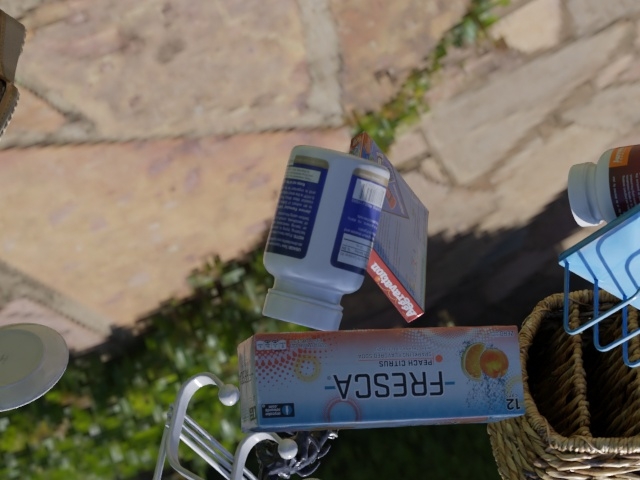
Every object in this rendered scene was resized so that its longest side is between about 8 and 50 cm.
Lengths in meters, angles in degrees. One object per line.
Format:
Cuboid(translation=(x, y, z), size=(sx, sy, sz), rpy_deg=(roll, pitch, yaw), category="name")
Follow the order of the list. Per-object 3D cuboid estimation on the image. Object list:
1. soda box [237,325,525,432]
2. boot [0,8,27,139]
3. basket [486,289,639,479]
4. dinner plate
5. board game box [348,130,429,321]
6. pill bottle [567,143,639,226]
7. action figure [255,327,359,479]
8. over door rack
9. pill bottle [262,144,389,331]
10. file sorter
Cuboid(translation=(0.040, 0.092, 0.991), size=(0.183, 0.062, 0.058), rpy_deg=(-1, 168, -14), category="soda box")
Cuboid(translation=(-0.381, -0.163, 1.371), size=(0.207, 0.248, 0.090), rpy_deg=(21, 127, -21), category="boot")
Cuboid(translation=(0.349, 0.186, 1.913), size=(0.214, 0.299, 0.223), rpy_deg=(24, 127, -11), category="basket")
Cuboid(translation=(-0.357, 0.138, 1.704), size=(0.141, 0.141, 0.017), rpy_deg=(-19, 130, -9), category="dinner plate")
Cuboid(translation=(0.080, -0.024, 1.843), size=(0.027, 0.281, 0.145), rpy_deg=(-32, 109, 19), category="board game box")
Cuboid(translation=(0.328, -0.055, 1.492), size=(0.152, 0.086, 0.086), rpy_deg=(-8, 163, 29), category="pill bottle")
Cuboid(translation=(-0.025, 0.257, 2.233), size=(0.276, 0.141, 0.164), rpy_deg=(-44, 171, -19), category="action figure")
Cuboid(translation=(-0.080, 0.311, 1.286), size=(0.108, 0.324, 0.239), rpy_deg=(2, 148, 33), category="over door rack")
Cuboid(translation=(0.000, 0.000, 1.612), size=(0.112, 0.186, 0.112), rpy_deg=(15, 177, 1), category="pill bottle")
Cuboid(translation=(0.332, 0.064, 1.456), size=(0.170, 0.104, 0.118), rpy_deg=(28, 140, -24), category="file sorter")
